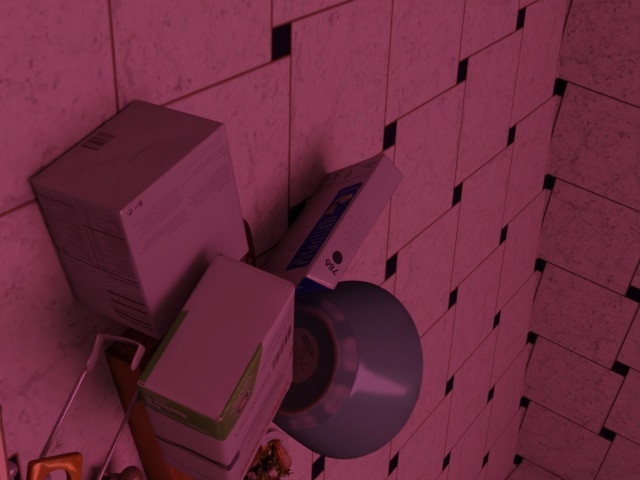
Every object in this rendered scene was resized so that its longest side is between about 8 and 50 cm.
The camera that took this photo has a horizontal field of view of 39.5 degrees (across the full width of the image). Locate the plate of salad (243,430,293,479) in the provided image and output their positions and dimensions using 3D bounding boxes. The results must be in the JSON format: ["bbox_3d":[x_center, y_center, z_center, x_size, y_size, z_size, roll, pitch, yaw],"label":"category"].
[{"bbox_3d":[-0.110,0.462,1.707,0.200,0.048,0.200,-39,139,-45],"label":"plate of salad"}]

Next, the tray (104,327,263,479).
[{"bbox_3d":[-0.198,0.266,1.406,0.203,0.076,0.411,-46,144,-38],"label":"tray"}]

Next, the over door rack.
[{"bbox_3d":[-0.316,0.263,1.075,0.324,0.108,0.239,-56,166,-14],"label":"over door rack"}]

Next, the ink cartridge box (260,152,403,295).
[{"bbox_3d":[0.000,0.000,1.485,0.065,0.165,0.333,48,56,-21],"label":"ink cartridge box"}]

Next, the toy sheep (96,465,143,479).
[{"bbox_3d":[-0.300,0.384,1.287,0.132,0.091,0.091,-55,151,-1],"label":"toy sheep"}]

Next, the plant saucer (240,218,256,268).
[{"bbox_3d":[-0.120,0.045,1.337,0.198,0.036,0.199,-6,90,-88],"label":"plant saucer"}]

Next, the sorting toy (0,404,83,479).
[{"bbox_3d":[-0.363,0.268,0.828,0.347,0.047,0.196,-16,113,-45],"label":"sorting toy"}]

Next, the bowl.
[{"bbox_3d":[-0.001,0.208,1.495,0.163,0.311,0.312,19,90,-54],"label":"bowl"}]

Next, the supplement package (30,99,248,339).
[{"bbox_3d":[-0.216,-0.029,1.113,0.194,0.149,0.203,-47,144,-38],"label":"supplement package"}]

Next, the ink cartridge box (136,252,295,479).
[{"bbox_3d":[-0.122,0.179,1.145,0.273,0.114,0.198,94,21,-57],"label":"ink cartridge box"}]
